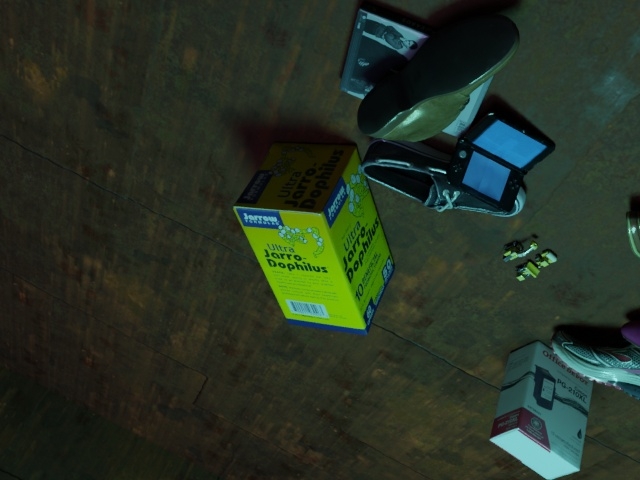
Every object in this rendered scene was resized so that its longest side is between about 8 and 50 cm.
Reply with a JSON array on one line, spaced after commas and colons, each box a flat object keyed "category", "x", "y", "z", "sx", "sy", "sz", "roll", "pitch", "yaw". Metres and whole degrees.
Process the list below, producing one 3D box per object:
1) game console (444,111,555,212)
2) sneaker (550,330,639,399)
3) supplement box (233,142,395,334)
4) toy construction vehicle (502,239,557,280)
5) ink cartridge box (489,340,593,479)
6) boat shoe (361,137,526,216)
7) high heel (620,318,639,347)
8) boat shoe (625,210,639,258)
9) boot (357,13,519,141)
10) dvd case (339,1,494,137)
[{"category": "game console", "x": 0.303, "y": -0.129, "z": 1.351, "sx": 0.144, "sy": 0.124, "sz": 0.085, "roll": 24, "pitch": 171, "yaw": -18}, {"category": "sneaker", "x": 0.611, "y": 0.243, "z": 1.611, "sx": 0.299, "sy": 0.112, "sz": 0.120, "roll": 20, "pitch": -174, "yaw": 38}, {"category": "supplement box", "x": 0.000, "y": 0.000, "z": 1.618, "sx": 0.195, "sy": 0.194, "sz": 0.357, "roll": 5, "pitch": 139, "yaw": 27}, {"category": "toy construction vehicle", "x": 0.403, "y": 0.041, "z": 1.556, "sx": 0.086, "sy": 0.035, "sz": 0.098, "roll": 41, "pitch": 141, "yaw": -18}, {"category": "ink cartridge box", "x": 0.483, "y": 0.364, "z": 1.731, "sx": 0.172, "sy": 0.237, "sz": 0.100, "roll": 35, "pitch": 140, "yaw": -11}, {"category": "boat shoe", "x": 0.219, "y": -0.100, "z": 1.441, "sx": 0.301, "sy": 0.102, "sz": 0.108, "roll": 24, "pitch": 144, "yaw": 3}, {"category": "high heel", "x": 0.733, "y": 0.128, "z": 1.445, "sx": 0.377, "sy": 0.127, "sz": 0.181, "roll": 3, "pitch": 103, "yaw": 39}, {"category": "boat shoe", "x": 0.581, "y": 0.006, "z": 1.389, "sx": 0.060, "sy": 0.064, "sz": 0.178, "roll": -15, "pitch": 134, "yaw": 35}, {"category": "boot", "x": 0.201, "y": -0.248, "z": 1.260, "sx": 0.115, "sy": 0.112, "sz": 0.305, "roll": 15, "pitch": 149, "yaw": -39}, {"category": "dvd case", "x": 0.158, "y": -0.278, "z": 1.326, "sx": 0.238, "sy": 0.030, "sz": 0.179, "roll": 22, "pitch": 143, "yaw": 5}]
